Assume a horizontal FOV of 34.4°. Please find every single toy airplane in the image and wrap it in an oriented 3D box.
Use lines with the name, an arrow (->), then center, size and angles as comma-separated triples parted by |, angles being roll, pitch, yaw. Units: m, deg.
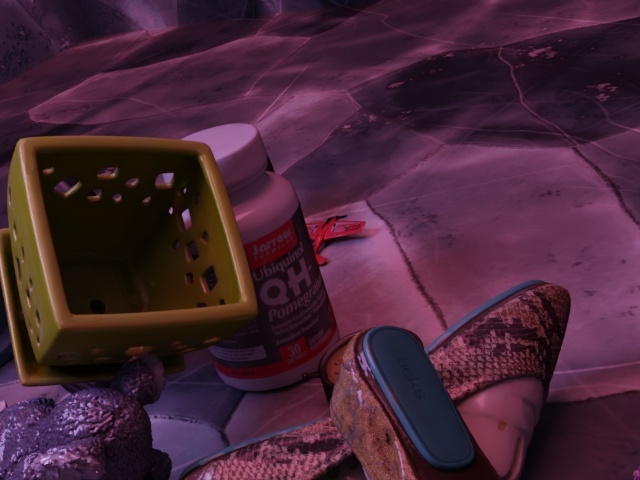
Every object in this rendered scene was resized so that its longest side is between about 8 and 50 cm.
toy airplane -> 0.000, 0.000, 1.649 | 0.151, 0.028, 0.151 | -15, 25, 7

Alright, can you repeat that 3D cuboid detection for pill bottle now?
pill bottle -> -0.097, 0.019, 1.329 | 0.176, 0.319, 0.176 | -14, 25, 7

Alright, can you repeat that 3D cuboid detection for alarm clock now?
alarm clock -> 0.078, 0.165, 1.225 | 0.129, 0.064, 0.192 | -33, 27, -31

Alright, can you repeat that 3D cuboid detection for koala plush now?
koala plush -> -0.247, 0.221, 1.059 | 0.221, 0.203, 0.196 | -46, 2, 45

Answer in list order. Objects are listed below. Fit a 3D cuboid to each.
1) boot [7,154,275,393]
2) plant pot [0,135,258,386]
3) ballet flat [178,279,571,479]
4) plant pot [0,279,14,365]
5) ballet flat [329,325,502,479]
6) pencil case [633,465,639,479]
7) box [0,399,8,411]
boot -> -0.220, -0.032, 1.491 | 0.146, 0.367, 0.445 | 29, 46, 25
plant pot -> -0.230, 0.036, 1.136 | 0.227, 0.228, 0.207 | -1, -30, -34
ballet flat -> 0.085, 0.221, 1.043 | 0.482, 0.164, 0.182 | -27, 48, -8
plant pot -> -0.595, 0.086, 1.608 | 0.255, 0.272, 0.271 | 20, 42, 30
ballet flat -> 0.103, 0.230, 0.886 | 0.123, 0.123, 0.349 | -22, 53, -10
pencil case -> 0.282, 0.257, 0.909 | 0.070, 0.065, 0.151 | 24, 45, 33
box -> -0.476, 0.309, 1.141 | 0.293, 0.057, 0.201 | -13, 51, -14
